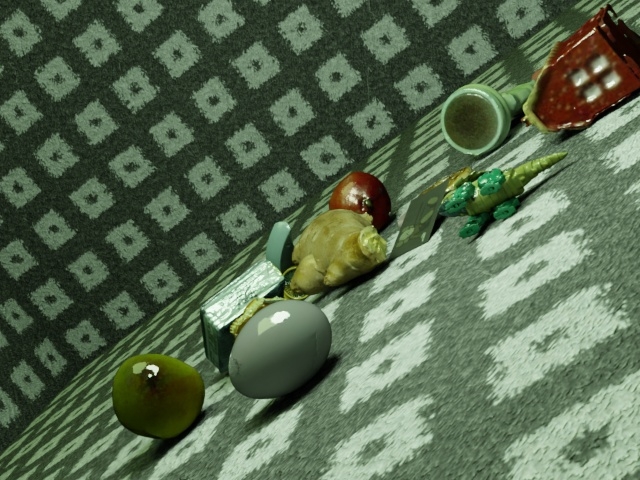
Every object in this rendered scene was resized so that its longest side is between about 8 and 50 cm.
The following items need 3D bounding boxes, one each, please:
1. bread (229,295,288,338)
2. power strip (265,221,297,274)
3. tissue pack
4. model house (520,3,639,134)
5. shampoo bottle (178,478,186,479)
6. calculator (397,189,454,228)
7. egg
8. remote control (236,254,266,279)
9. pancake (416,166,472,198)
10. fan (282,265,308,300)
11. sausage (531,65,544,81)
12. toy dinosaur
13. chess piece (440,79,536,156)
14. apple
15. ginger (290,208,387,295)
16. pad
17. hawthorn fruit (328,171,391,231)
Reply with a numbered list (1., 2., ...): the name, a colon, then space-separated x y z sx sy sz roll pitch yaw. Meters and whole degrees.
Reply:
1. bread: -0.102 0.174 1.823 0.140 0.128 0.069 -44 12 -5
2. power strip: -0.048 0.031 2.283 0.253 0.054 0.167 6 -71 -57
3. tissue pack: -0.165 0.170 1.974 0.185 0.081 0.257 -39 -19 -22
4. model house: 0.513 -0.323 1.812 0.254 0.160 0.196 -35 9 32
5. shampoo bottle: -0.277 0.434 1.503 0.137 0.027 0.048 -35 11 18
6. calculator: 0.238 -0.066 2.021 0.100 0.032 0.175 -42 9 -23
7. egg: -0.070 0.187 1.552 0.199 0.146 0.146 -44 7 8
8. remote control: -0.184 0.136 2.413 0.332 0.103 0.221 -42 -4 42
9. pancake: 0.290 -0.126 2.146 0.158 0.028 0.158 -35 9 6
10. fan: -0.078 0.126 2.206 0.155 0.082 0.039 -48 1 13
11. sausage: 0.610 -0.433 2.334 0.062 0.062 0.154 -44 9 -35
12. toy dinosaur: 0.321 -0.091 1.638 0.259 0.094 0.153 -24 18 28
13. chess piece: 0.434 -0.322 2.281 0.176 0.175 0.298 -32 -3 38
14. apple: -0.331 0.319 1.849 0.196 0.196 0.156 -25 46 59
15. ginger: 0.021 0.021 2.032 0.236 0.166 0.375 -22 2 2
16. pad: 0.210 -0.044 1.944 0.127 0.004 0.190 -30 26 46
17. hawthorn fruit: 0.099 -0.092 2.290 0.169 0.169 0.188 -38 -3 -1
